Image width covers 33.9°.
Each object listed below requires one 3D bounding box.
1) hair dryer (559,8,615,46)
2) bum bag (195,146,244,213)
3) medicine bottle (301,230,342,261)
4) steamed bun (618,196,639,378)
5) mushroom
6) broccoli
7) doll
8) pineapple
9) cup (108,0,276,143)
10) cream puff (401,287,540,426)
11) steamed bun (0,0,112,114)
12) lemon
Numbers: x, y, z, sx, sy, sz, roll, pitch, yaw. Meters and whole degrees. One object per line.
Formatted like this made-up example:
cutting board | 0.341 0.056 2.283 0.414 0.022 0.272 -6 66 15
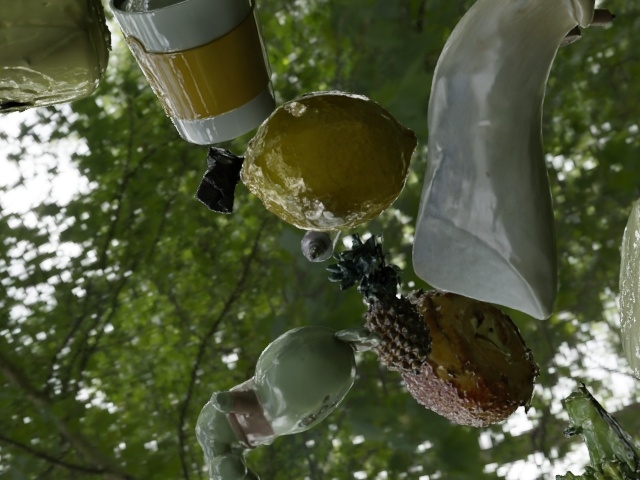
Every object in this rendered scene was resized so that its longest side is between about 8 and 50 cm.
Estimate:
hair dryer | 0.519 -0.450 2.095 0.182 0.064 0.117 -7 -100 -32
bum bag | -0.137 -0.084 1.440 0.058 0.034 0.124 24 -140 -13
medicine bottle | 0.000 0.000 1.803 0.057 0.057 0.199 59 -164 -12
steamed bun | 0.635 0.085 1.765 0.312 0.233 0.334 -74 -17 -60
mushroom | 0.193 -0.127 1.104 0.126 0.177 0.397 -24 -57 -43
broccoli | 0.330 0.326 1.234 0.273 0.180 0.242 51 -169 23
doll | -0.051 0.186 1.276 0.113 0.275 0.155 44 -179 33
pineapple | 0.085 0.097 1.412 0.103 0.083 0.221 -36 -66 -20
cup | -0.169 -0.272 1.434 0.241 0.185 0.226 51 163 56
cream puff | 0.290 0.250 2.239 0.350 0.228 0.350 29 -142 -26
steamed bun | -0.361 -0.254 1.193 0.166 0.232 0.273 89 162 -57
lemon | 0.012 -0.113 1.512 0.204 0.260 0.204 -9 -90 -87
